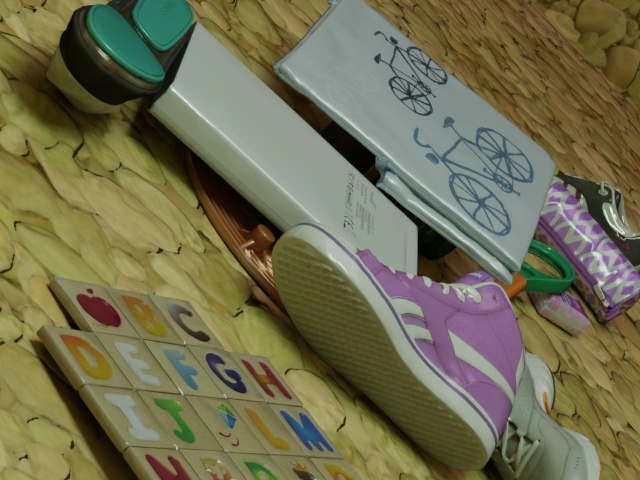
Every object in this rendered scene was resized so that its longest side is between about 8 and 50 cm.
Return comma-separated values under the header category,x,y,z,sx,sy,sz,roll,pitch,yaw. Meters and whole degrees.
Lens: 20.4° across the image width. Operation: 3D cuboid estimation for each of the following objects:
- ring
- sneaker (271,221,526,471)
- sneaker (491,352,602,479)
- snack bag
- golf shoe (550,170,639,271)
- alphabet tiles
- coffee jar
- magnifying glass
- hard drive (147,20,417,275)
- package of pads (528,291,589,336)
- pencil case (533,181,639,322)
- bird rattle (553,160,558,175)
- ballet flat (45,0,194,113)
category,x,y,z,sx,sy,sz,roll,pitch,yaw
ring,0.000,0.000,1.740,0.336,0.032,0.336,40,19,-17
sneaker,0.078,0.058,1.597,0.282,0.102,0.161,49,52,-22
sneaker,0.173,0.177,1.687,0.121,0.099,0.262,30,17,-24
snack bag,0.107,-0.124,1.941,0.342,0.037,0.323,40,27,-4
golf shoe,0.355,-0.055,2.480,0.273,0.120,0.105,51,21,14
alphabet tiles,-0.055,0.155,1.286,0.342,0.011,0.285,50,18,28
coffee jar,0.081,-0.064,1.964,0.184,0.079,0.096,37,21,-27
magnifying glass,0.242,0.043,2.136,0.092,0.026,0.231,36,23,14
hard drive,-0.028,-0.066,1.702,0.307,0.040,0.203,42,20,-14
package of pads,0.295,0.081,2.209,0.083,0.032,0.050,32,27,-38
pencil case,0.346,0.018,2.377,0.088,0.086,0.206,-23,68,-45
bird rattle,0.145,-0.095,2.176,0.253,0.143,0.207,26,14,-19
ballet flat,-0.180,-0.160,1.569,0.095,0.096,0.280,50,17,-5
